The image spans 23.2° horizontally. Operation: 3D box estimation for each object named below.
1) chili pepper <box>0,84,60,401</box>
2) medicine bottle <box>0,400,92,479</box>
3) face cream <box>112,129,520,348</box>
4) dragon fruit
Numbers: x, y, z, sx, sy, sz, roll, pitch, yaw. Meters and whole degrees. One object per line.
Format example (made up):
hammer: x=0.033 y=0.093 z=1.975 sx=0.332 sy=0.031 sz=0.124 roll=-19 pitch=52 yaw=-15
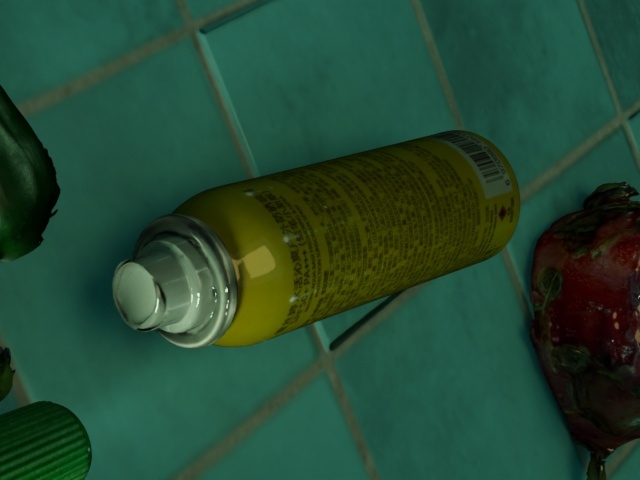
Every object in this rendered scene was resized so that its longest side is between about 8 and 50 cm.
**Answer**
chili pepper: x=-0.213 y=-0.012 z=0.771 sx=0.261 sy=0.165 sz=0.174 roll=55 pitch=34 yaw=-27
medicine bottle: x=-0.237 y=0.150 z=0.767 sx=0.309 sy=0.076 sz=0.111 roll=-20 pitch=103 yaw=-48
face cream: x=0.000 y=0.000 z=1.045 sx=0.349 sy=0.105 sz=0.105 roll=-17 pitch=95 yaw=-49
dragon fruit: x=0.287 y=0.079 z=1.321 sx=0.211 sy=0.147 sz=0.282 roll=22 pitch=64 yaw=-44
